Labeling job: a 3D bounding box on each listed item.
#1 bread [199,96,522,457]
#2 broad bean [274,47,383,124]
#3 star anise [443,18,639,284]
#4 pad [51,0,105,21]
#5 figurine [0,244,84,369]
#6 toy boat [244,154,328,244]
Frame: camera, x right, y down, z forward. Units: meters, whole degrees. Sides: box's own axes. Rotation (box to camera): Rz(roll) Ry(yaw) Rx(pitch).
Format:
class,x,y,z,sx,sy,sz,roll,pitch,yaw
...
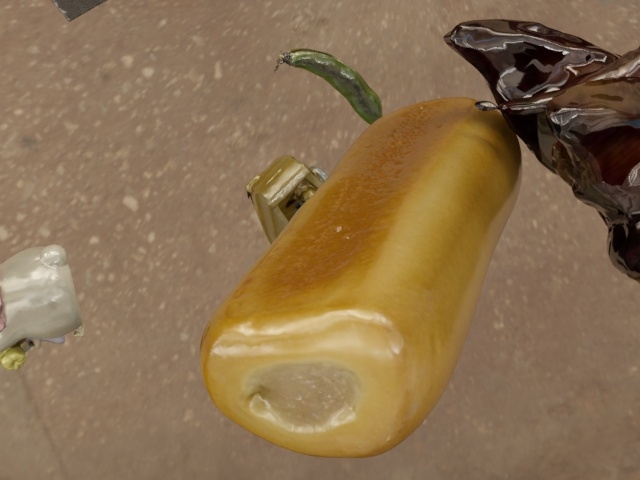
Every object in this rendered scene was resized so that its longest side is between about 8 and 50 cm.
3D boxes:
class,x,y,z,sx,sy,sz,roll,pitch,yaw
bread,0.033,0.005,0.444,0.093,0.239,0.074,-11,112,26
broad bean,0.026,-0.251,1.613,0.227,0.039,0.069,25,108,-30
star anise,0.174,-0.042,0.494,0.272,0.272,0.102,41,109,-10
pad,-0.443,-0.489,1.685,0.245,0.170,0.006,49,139,-5
figurine,-0.440,0.094,1.333,0.236,0.127,0.155,-13,143,-13
toy boat,0.000,0.000,1.192,0.089,0.310,0.115,-44,67,-10
